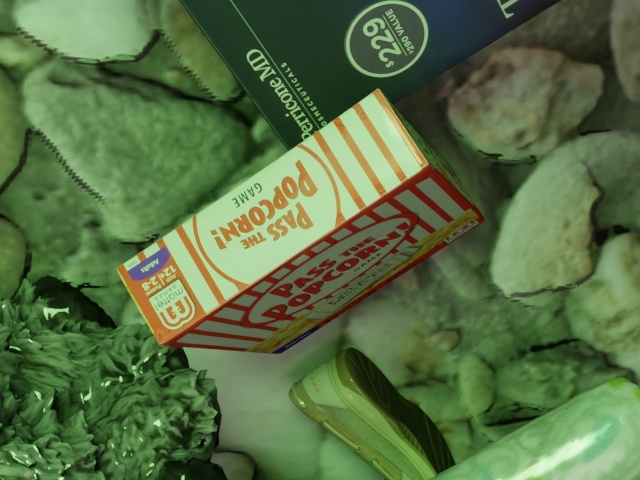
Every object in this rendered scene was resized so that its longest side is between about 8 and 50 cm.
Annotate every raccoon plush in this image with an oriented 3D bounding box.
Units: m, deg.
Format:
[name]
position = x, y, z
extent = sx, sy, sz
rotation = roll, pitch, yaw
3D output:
[raccoon plush]
position = -0.232, 0.187, 0.619
extent = 0.299, 0.216, 0.446
rotation = 8, 105, -36

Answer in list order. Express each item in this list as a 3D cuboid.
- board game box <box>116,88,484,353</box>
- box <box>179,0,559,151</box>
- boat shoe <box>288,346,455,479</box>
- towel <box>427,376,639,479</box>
[board game box]
position = 0.000, 0.000, 0.662
extent = 0.147, 0.045, 0.193
rotation = -34, 167, 9
[box]
position = -0.008, -0.191, 0.563
extent = 0.184, 0.103, 0.261
rotation = -30, 126, 10
[boat shoe]
position = 0.041, 0.130, 0.830
extent = 0.048, 0.056, 0.153
rotation = -30, 126, 18
[towel]
position = 0.109, 0.272, 0.878
extent = 0.320, 0.090, 0.374
rotation = -33, 137, -3
